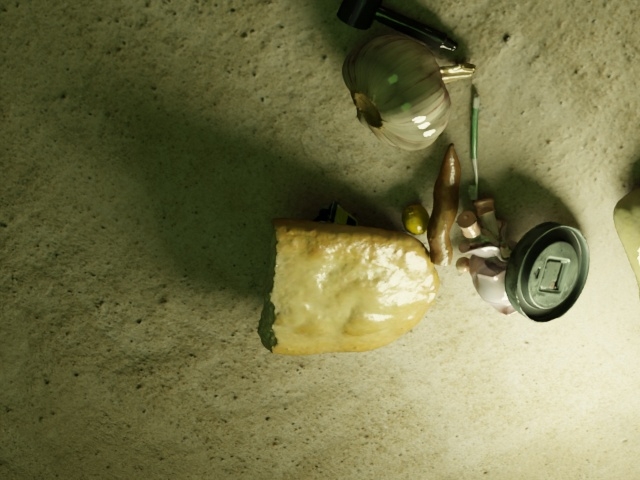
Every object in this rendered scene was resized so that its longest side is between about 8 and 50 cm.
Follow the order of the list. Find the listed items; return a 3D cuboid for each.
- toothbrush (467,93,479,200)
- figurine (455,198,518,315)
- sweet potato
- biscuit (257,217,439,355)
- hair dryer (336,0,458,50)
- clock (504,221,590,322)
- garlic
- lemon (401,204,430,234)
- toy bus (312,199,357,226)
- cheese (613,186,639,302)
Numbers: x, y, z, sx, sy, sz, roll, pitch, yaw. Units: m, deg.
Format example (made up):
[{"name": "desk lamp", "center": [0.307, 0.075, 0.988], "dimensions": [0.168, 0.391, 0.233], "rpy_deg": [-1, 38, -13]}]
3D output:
[{"name": "toothbrush", "center": [0.330, -0.196, 1.776], "dimensions": [0.024, 0.018, 0.257], "rpy_deg": [7, 127, 16]}, {"name": "figurine", "center": [0.389, 0.038, 1.856], "dimensions": [0.200, 0.133, 0.276], "rpy_deg": [-15, 119, 26]}, {"name": "sweet potato", "center": [0.272, -0.082, 1.822], "dimensions": [0.059, 0.067, 0.281], "rpy_deg": [19, 113, 40]}, {"name": "biscuit", "center": [0.059, 0.134, 1.945], "dimensions": [0.446, 0.104, 0.429], "rpy_deg": [5, 131, -15]}, {"name": "hair dryer", "center": [0.165, -0.437, 1.618], "dimensions": [0.248, 0.071, 0.114], "rpy_deg": [22, 127, -8]}, {"name": "clock", "center": [0.499, 0.070, 1.821], "dimensions": [0.226, 0.049, 0.226], "rpy_deg": [-10, 110, -29]}, {"name": "garlic", "center": [0.194, -0.307, 1.642], "dimensions": [0.253, 0.245, 0.245], "rpy_deg": [-27, 122, -13]}, {"name": "lemon", "center": [0.218, -0.045, 1.880], "dimensions": [0.065, 0.065, 0.092], "rpy_deg": [-16, 138, 23]}, {"name": "toy bus", "center": [0.000, 0.000, 1.946], "dimensions": [0.101, 0.088, 0.175], "rpy_deg": [37, 122, -18]}, {"name": "cheese", "center": [0.742, 0.043, 1.779], "dimensions": [0.328, 0.130, 0.351], "rpy_deg": [25, 124, -8]}]
